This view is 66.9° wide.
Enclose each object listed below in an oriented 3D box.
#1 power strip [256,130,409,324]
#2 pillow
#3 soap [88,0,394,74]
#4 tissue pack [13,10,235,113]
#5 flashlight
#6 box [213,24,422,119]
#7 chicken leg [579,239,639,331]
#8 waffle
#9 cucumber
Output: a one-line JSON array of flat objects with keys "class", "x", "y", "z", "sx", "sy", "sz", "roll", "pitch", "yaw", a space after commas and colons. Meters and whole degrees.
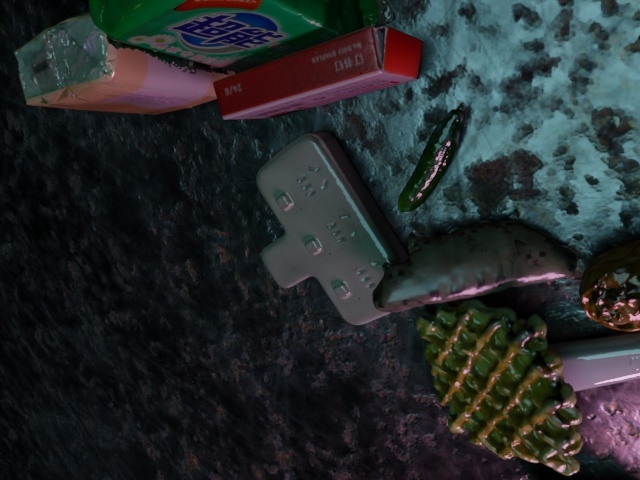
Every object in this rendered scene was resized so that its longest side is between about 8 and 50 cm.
[{"class": "power strip", "x": 0.000, "y": 0.000, "z": 0.689, "sx": 0.193, "sy": 0.059, "sz": 0.265, "roll": -31, "pitch": 92, "yaw": 34}, {"class": "pillow", "x": 0.175, "y": 0.023, "z": 0.584, "sx": 0.241, "sy": 0.051, "sz": 0.093, "roll": -13, "pitch": 85, "yaw": 14}, {"class": "soap", "x": -0.075, "y": -0.253, "z": 0.514, "sx": 0.218, "sy": 0.273, "sz": 0.098, "roll": -12, "pitch": 91, "yaw": 31}, {"class": "tissue pack", "x": -0.247, "y": -0.223, "z": 0.644, "sx": 0.186, "sy": 0.222, "sz": 0.090, "roll": -3, "pitch": 97, "yaw": 29}, {"class": "flashlight", "x": 0.342, "y": 0.135, "z": 0.560, "sx": 0.200, "sy": 0.047, "sz": 0.093, "roll": -25, "pitch": 95, "yaw": 36}, {"class": "box", "x": -0.003, "y": -0.193, "z": 0.579, "sx": 0.229, "sy": 0.123, "sz": 0.050, "roll": -6, "pitch": 101, "yaw": 31}, {"class": "chicken leg", "x": 0.367, "y": 0.031, "z": 0.478, "sx": 0.207, "sy": 0.101, "sz": 0.085, "roll": -26, "pitch": 107, "yaw": 24}, {"class": "waffle", "x": 0.222, "y": 0.175, "z": 0.606, "sx": 0.204, "sy": 0.054, "sz": 0.223, "roll": -6, "pitch": 105, "yaw": 58}, {"class": "cucumber", "x": 0.138, "y": -0.097, "z": 0.589, "sx": 0.037, "sy": 0.037, "sz": 0.155, "roll": 33, "pitch": 123, "yaw": 14}]
